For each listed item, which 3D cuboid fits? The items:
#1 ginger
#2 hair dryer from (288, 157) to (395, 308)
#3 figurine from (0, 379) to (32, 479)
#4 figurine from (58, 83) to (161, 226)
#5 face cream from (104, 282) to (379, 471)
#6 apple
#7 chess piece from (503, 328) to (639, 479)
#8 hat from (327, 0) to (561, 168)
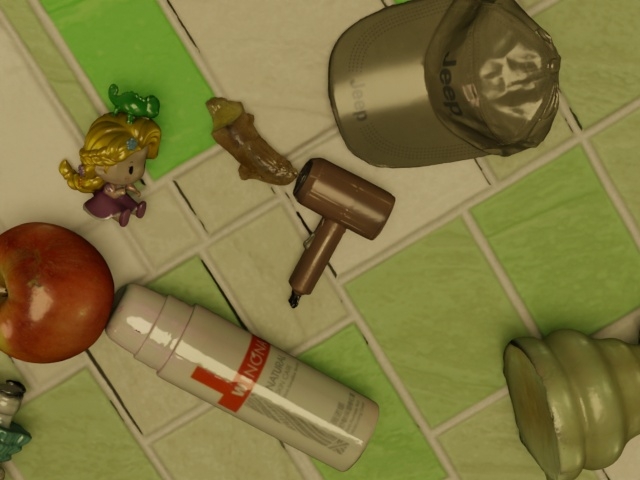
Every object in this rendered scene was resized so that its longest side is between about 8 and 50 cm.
[{"bbox_3d":[-0.087,-0.113,1.568,0.057,0.044,0.137,-45,103,-13],"label":"ginger"},{"bbox_3d":[0.000,0.000,1.589,0.117,0.064,0.182,26,104,-8],"label":"hair dryer"},{"bbox_3d":[-0.433,0.280,1.594,0.137,0.110,0.246,17,95,-5],"label":"figurine"},{"bbox_3d":[-0.247,-0.109,1.537,0.115,0.095,0.156,22,119,13],"label":"figurine"},{"bbox_3d":[-0.098,0.159,1.591,0.345,0.102,0.102,29,98,-10],"label":"face cream"},{"bbox_3d":[-0.319,0.062,1.533,0.139,0.163,0.163,6,104,-45],"label":"apple"},{"bbox_3d":[0.405,0.163,1.602,0.330,0.182,0.182,-16,102,-7],"label":"chess piece"},{"bbox_3d":[0.144,-0.176,1.529,0.244,0.149,0.214,-19,102,-11],"label":"hat"}]
